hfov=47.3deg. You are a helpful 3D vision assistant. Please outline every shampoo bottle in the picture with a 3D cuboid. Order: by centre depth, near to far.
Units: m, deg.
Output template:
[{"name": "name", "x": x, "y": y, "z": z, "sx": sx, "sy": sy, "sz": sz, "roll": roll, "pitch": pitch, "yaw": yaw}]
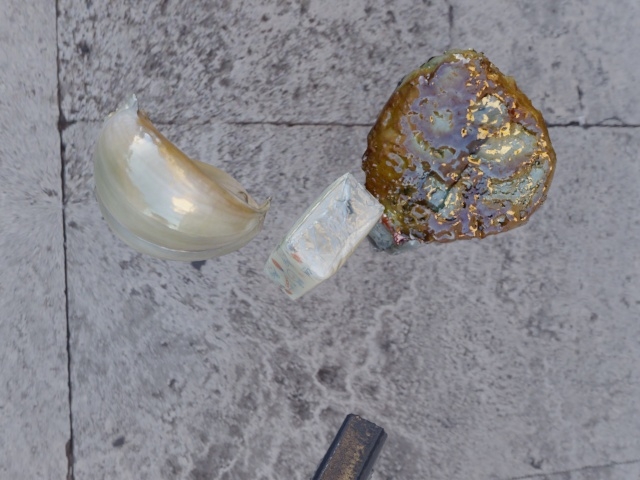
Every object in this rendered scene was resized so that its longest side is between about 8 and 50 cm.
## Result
[{"name": "shampoo bottle", "x": -0.011, "y": 0.354, "z": 0.858, "sx": 0.071, "sy": 0.098, "sz": 0.309, "roll": 26, "pitch": 47, "yaw": 9}]

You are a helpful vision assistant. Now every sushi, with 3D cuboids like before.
[{"name": "sushi", "x": 0.143, "y": -0.040, "z": 1.435, "sx": 0.124, "sy": 0.332, "sz": 0.130, "roll": -34, "pitch": 92, "yaw": -8}]

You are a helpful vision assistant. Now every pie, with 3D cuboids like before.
[{"name": "pie", "x": 0.205, "y": -0.119, "z": 1.067, "sx": 0.308, "sy": 0.085, "sz": 0.308, "roll": 2, "pitch": 120, "yaw": 3}]

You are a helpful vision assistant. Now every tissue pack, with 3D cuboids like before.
[{"name": "tissue pack", "x": 0.000, "y": 0.000, "z": 1.083, "sx": 0.092, "sy": 0.196, "sz": 0.148, "roll": 42, "pitch": 71, "yaw": 0}]

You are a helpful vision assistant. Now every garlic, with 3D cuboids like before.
[{"name": "garlic", "x": -0.229, "y": -0.077, "z": 1.157, "sx": 0.313, "sy": 0.286, "sz": 0.249, "roll": 45, "pitch": 49, "yaw": -17}]
